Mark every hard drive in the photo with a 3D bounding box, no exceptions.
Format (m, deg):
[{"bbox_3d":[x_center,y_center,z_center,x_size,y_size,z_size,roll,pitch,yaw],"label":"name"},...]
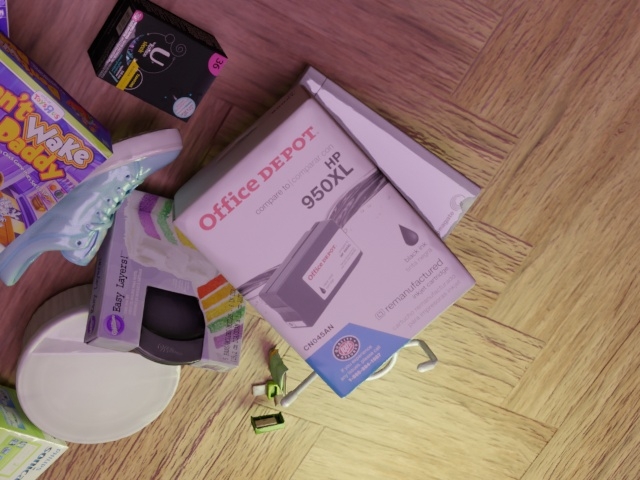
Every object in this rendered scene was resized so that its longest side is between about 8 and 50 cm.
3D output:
[{"bbox_3d":[0.056,-0.092,1.934,0.353,0.047,0.233,34,100,-14],"label":"hard drive"}]

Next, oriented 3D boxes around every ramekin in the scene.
[{"bbox_3d":[-0.375,0.194,1.974,0.273,0.127,0.273,-8,122,-14],"label":"ramekin"}]

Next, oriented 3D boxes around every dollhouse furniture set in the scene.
[{"bbox_3d":[-0.096,0.275,2.148,0.058,0.076,0.151,-8,122,-16],"label":"dollhouse furniture set"}]

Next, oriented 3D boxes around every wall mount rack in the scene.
[{"bbox_3d":[0.056,0.146,2.092,0.304,0.130,0.350,-11,121,-13],"label":"wall mount rack"}]

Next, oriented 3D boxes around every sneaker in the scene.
[{"bbox_3d":[-0.355,-0.047,1.811,0.366,0.135,0.150,-26,96,9],"label":"sneaker"}]

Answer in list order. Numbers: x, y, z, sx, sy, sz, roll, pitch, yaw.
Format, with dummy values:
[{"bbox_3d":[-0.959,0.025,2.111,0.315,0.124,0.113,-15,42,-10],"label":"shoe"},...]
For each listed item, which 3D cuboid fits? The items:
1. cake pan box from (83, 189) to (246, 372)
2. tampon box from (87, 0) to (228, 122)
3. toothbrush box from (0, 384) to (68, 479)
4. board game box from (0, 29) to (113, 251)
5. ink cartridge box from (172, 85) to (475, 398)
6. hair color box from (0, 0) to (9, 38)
[{"bbox_3d":[-0.237,0.069,1.890,0.246,0.267,0.070,16,158,-24],"label":"cake pan box"},{"bbox_3d":[-0.243,-0.274,1.759,0.161,0.101,0.120,25,109,-30],"label":"tampon box"},{"bbox_3d":[-0.592,0.335,1.932,0.206,0.122,0.283,-43,147,8],"label":"toothbrush box"},{"bbox_3d":[-0.476,-0.165,1.535,0.233,0.078,0.347,-40,122,9],"label":"board game box"},{"bbox_3d":[0.000,0.000,1.841,0.285,0.166,0.395,-42,105,4],"label":"ink cartridge box"},{"bbox_3d":[-0.485,-0.217,1.660,0.110,0.185,0.339,-7,120,-15],"label":"hair color box"}]
